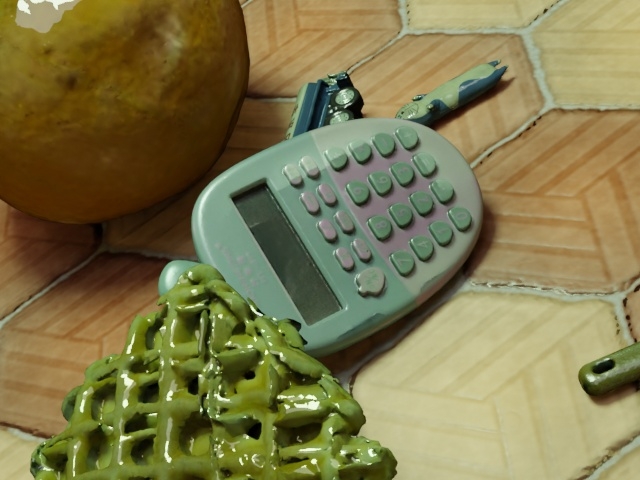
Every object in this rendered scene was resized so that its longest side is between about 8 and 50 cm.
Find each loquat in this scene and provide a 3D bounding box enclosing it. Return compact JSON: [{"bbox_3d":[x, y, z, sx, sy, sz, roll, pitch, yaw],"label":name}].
[{"bbox_3d":[-0.225,-0.174,1.364,0.328,0.328,0.328,-15,42,14],"label":"loquat"}]

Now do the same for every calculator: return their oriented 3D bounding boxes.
[{"bbox_3d":[0.000,0.000,1.189,0.298,0.041,0.185,-28,74,-16],"label":"calculator"}]

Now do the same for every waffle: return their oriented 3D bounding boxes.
[{"bbox_3d":[-0.101,0.184,1.027,0.297,0.073,0.317,-53,46,6],"label":"waffle"}]

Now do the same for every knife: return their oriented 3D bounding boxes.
[{"bbox_3d":[0.348,0.029,1.055,0.343,0.027,0.061,-24,36,4],"label":"knife"}]

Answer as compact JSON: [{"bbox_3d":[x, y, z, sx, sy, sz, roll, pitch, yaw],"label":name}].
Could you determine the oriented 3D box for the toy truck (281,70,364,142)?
[{"bbox_3d":[0.001,-0.079,1.319,0.088,0.074,0.202,-7,44,22],"label":"toy truck"}]

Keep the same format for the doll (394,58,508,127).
[{"bbox_3d":[0.125,-0.139,1.352,0.125,0.027,0.037,-32,33,-6],"label":"doll"}]

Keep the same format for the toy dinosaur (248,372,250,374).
[{"bbox_3d":[-0.070,0.176,1.101,0.142,0.057,0.212,0,42,39],"label":"toy dinosaur"}]
